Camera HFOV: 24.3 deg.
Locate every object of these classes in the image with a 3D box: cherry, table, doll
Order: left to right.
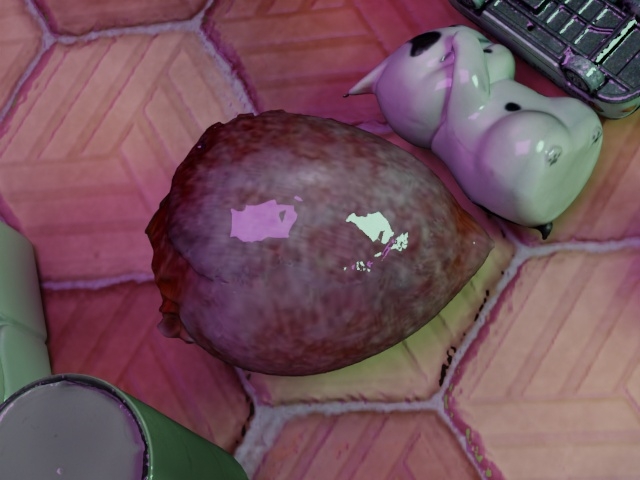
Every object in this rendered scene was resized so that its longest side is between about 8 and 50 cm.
[{"bbox_3d":[-0.134,0.175,1.017,0.126,0.220,0.126,-5,71,15],"label":"table"},{"bbox_3d":[0.000,0.000,1.068,0.250,0.175,0.192,3,46,4],"label":"cherry"},{"bbox_3d":[0.120,-0.090,1.092,0.181,0.110,0.107,46,134,22],"label":"doll"}]

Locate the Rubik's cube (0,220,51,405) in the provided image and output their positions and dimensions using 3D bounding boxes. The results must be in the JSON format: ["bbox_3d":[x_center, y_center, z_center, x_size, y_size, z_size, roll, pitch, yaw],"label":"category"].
[{"bbox_3d":[-0.378,0.124,1.068,0.292,0.291,0.290,-19,69,11],"label":"Rubik's cube"}]

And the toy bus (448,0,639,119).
[{"bbox_3d":[0.179,-0.164,1.107,0.194,0.089,0.087,41,85,24],"label":"toy bus"}]
